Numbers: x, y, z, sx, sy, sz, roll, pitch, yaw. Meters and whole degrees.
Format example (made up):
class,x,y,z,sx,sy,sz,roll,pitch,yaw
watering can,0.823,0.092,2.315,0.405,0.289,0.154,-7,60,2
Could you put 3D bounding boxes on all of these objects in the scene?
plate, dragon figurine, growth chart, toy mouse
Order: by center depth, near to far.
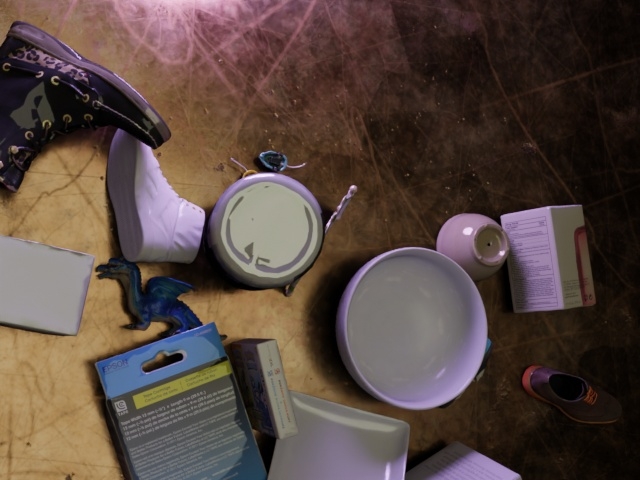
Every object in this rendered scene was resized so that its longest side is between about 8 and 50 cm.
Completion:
class,x,y,z,sx,sy,sz,roll,pitch,yaw
dragon figurine,-0.303,0.116,1.818,0.289,0.085,0.144,13,80,-18
plate,0.035,0.456,1.855,0.277,0.045,0.278,16,45,-5
growth chart,0.000,0.000,1.908,0.021,0.172,0.237,32,72,0
toy mouse,-0.097,-0.132,1.952,0.143,0.031,0.161,-30,96,-21

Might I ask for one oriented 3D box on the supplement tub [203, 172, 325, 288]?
class,x,y,z,sx,sy,sz,roll,pitch,yaw
supplement tub,-0.117,-0.008,1.755,0.207,0.338,0.207,1,85,-11

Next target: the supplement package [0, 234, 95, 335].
class,x,y,z,sx,sy,sz,roll,pitch,yaw
supplement package,-0.531,0.086,1.670,0.194,0.203,0.149,14,80,-19

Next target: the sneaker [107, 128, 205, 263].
class,x,y,z,sx,sy,sz,roll,pitch,yaw
sneaker,-0.323,-0.087,1.834,0.169,0.108,0.293,9,64,-45

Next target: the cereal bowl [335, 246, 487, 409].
class,x,y,z,sx,sy,sz,roll,pitch,yaw
cereal bowl,0.179,0.189,1.968,0.338,0.141,0.339,3,83,-21

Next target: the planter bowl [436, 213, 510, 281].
class,x,y,z,sx,sy,sz,roll,pitch,yaw
planter bowl,0.358,0.013,2.073,0.162,0.109,0.162,2,83,-20

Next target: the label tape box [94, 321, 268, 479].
class,x,y,z,sx,sy,sz,roll,pitch,yaw
label tape box,-0.274,0.363,1.792,0.249,0.115,0.348,-19,89,-22

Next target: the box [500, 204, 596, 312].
class,x,y,z,sx,sy,sz,roll,pitch,yaw
box,0.519,0.043,2.099,0.126,0.148,0.233,-4,86,-38

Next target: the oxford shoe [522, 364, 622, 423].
class,x,y,z,sx,sy,sz,roll,pitch,yaw
oxford shoe,0.603,0.367,2.136,0.271,0.098,0.097,20,78,-18

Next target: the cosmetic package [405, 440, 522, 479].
class,x,y,z,sx,sy,sz,roll,pitch,yaw
cosmetic package,0.189,0.616,1.868,0.453,0.230,0.162,-27,108,-21

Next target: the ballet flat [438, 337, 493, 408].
class,x,y,z,sx,sy,sz,roll,pitch,yaw
ballet flat,0.317,0.301,2.055,0.203,0.074,0.074,-41,99,-26

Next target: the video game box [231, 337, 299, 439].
class,x,y,z,sx,sy,sz,roll,pitch,yaw
video game box,-0.112,0.287,1.810,0.048,0.205,0.187,-11,88,-20

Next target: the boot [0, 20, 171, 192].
class,x,y,z,sx,sy,sz,roll,pitch,yaw
boot,-0.500,-0.210,1.719,0.377,0.138,0.284,34,75,4
